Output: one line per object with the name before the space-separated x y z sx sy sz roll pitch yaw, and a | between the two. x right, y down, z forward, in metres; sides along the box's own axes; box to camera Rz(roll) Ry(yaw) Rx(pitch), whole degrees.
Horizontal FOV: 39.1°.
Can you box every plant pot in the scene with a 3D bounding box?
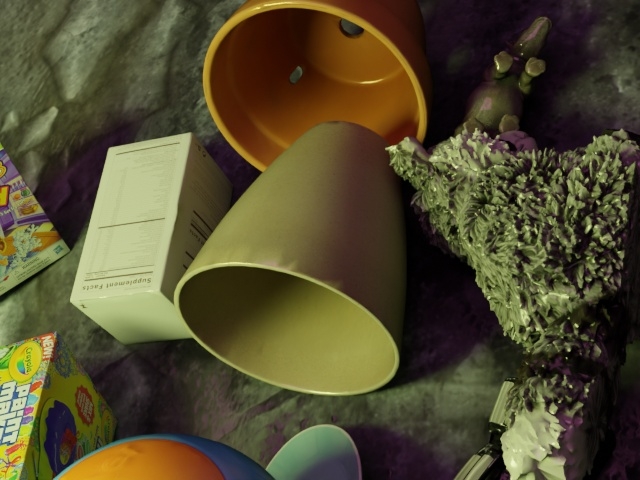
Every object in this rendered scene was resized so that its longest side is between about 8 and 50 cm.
plant pot | 0.019 -0.234 1.176 0.291 0.291 0.203 -1 44 25
plant pot | 0.000 0.000 1.059 0.256 0.256 0.274 1 50 26

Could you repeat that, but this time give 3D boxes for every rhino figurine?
rhino figurine | 0.238 -0.198 1.149 0.073 0.106 0.243 28 70 4

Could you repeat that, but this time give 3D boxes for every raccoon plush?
raccoon plush | 0.161 0.020 0.904 0.299 0.216 0.446 5 30 31

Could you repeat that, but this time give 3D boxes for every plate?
plate | -0.015 0.289 0.966 0.188 0.024 0.188 -37 34 30

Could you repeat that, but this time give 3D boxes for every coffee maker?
coffee maker | 0.214 0.247 0.877 0.171 0.120 0.178 32 76 12

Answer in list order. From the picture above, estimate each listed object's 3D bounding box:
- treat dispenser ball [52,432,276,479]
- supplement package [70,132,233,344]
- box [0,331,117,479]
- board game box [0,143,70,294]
treat dispenser ball | -0.145 0.321 0.818 0.288 0.288 0.288 -12 55 18
supplement package | -0.219 -0.001 1.211 0.139 0.134 0.244 -7 57 21
box | -0.408 0.294 1.025 0.279 0.177 0.290 -16 37 7
board game box | -0.559 0.017 1.253 0.347 0.233 0.078 -34 50 -14
